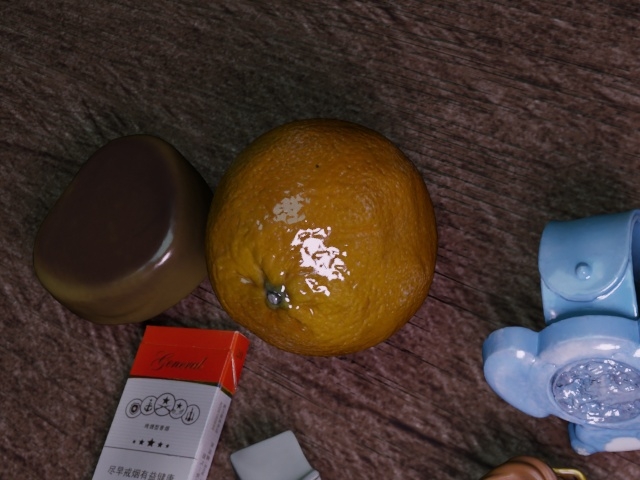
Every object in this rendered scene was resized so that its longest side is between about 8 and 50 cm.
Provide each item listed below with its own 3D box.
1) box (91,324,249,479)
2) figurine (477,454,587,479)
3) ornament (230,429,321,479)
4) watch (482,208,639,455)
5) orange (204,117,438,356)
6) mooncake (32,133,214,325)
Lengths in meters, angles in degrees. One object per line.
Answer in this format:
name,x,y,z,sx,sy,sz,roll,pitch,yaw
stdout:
box,-0.175,0.213,1.490,0.139,0.035,0.245,0,60,31
figurine,0.159,0.296,1.138,0.142,0.189,0.263,34,63,16
ornament,-0.002,0.307,1.279,0.120,0.130,0.285,-34,39,-15
watch,0.270,0.075,1.242,0.211,0.211,0.193,-9,42,25
orange,0.000,0.000,1.378,0.264,0.264,0.264,-15,54,21
mooncake,-0.223,-0.006,1.609,0.235,0.117,0.235,-13,56,21
